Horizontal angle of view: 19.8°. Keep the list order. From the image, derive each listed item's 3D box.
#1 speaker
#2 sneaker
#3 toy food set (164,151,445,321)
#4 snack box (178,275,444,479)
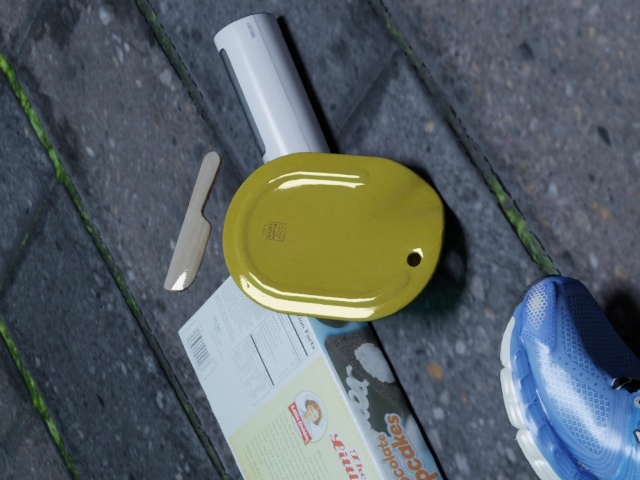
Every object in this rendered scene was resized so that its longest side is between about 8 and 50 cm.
[{"bbox_3d":[-0.037,-0.113,1.489,0.055,0.055,0.136,-36,73,52],"label":"speaker"},{"bbox_3d":[0.243,0.147,1.172,0.147,0.130,0.330,-49,65,32],"label":"sneaker"},{"bbox_3d":[0.000,0.000,1.427,0.218,0.071,0.128,7,81,22],"label":"toy food set"},{"bbox_3d":[0.003,0.170,1.522,0.187,0.060,0.322,-45,65,50],"label":"snack box"}]
